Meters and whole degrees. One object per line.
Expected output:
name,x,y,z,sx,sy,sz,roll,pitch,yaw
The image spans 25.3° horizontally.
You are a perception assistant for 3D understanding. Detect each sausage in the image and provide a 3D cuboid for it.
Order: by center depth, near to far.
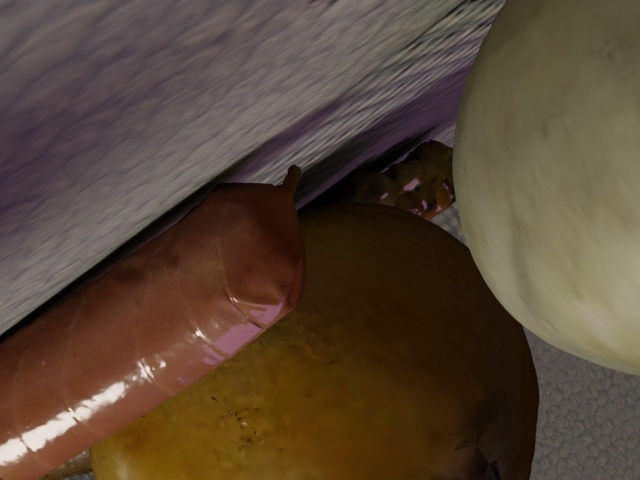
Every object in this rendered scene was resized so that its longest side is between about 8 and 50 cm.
sausage,-0.069,0.034,0.573,0.169,0.065,0.065,-33,178,17

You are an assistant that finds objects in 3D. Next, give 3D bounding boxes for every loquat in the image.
loquat,-0.003,0.097,0.823,0.263,0.263,0.263,-35,178,-2

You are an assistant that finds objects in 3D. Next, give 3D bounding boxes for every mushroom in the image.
mushroom,0.181,-0.035,0.525,0.315,0.315,0.356,-26,137,-75

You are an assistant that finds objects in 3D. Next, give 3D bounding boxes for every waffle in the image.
waffle,0.000,0.000,1.085,0.237,0.059,0.243,-32,177,23

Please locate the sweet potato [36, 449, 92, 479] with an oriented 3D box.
sweet potato,-0.140,0.135,1.264,0.341,0.092,0.114,-34,-166,-12
